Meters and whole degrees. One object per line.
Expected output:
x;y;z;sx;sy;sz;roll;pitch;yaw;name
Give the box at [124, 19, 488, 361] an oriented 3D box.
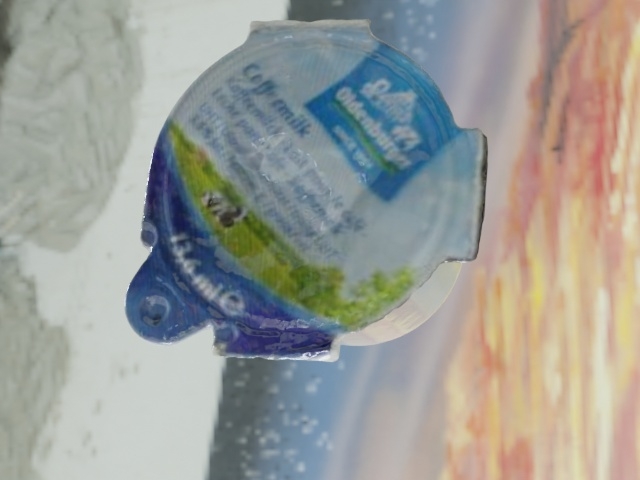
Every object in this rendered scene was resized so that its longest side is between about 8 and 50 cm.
0.000;0.000;1.234;0.291;0.262;0.206;-45;-22;1;box
